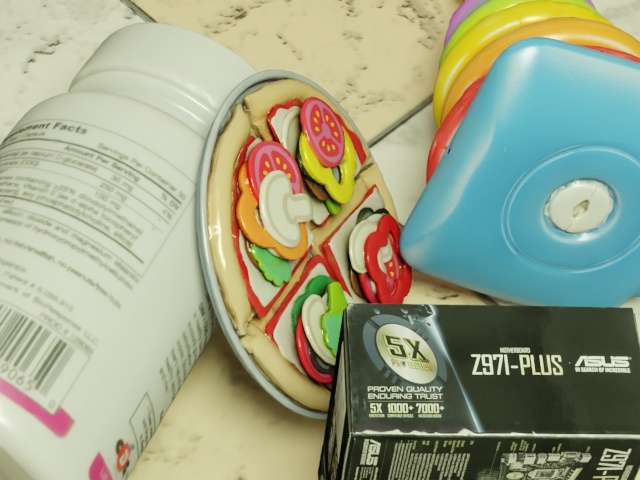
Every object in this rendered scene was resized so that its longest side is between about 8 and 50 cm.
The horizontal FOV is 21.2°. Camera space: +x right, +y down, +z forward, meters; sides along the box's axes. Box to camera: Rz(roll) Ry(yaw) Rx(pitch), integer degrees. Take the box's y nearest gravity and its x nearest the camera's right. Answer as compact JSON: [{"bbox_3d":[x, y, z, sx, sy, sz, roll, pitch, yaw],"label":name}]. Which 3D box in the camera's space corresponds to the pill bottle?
[{"bbox_3d":[-0.132,0.020,0.951,0.160,0.160,0.283,22,55,11],"label":"pill bottle"}]

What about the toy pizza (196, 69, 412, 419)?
[{"bbox_3d":[0.000,0.000,0.967,0.032,0.201,0.201,-11,46,32],"label":"toy pizza"}]

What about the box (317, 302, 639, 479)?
[{"bbox_3d":[0.078,0.113,0.886,0.147,0.180,0.077,1,54,-4],"label":"box"}]

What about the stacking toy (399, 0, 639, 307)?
[{"bbox_3d":[0.132,-0.107,1.091,0.165,0.175,0.302,15,34,-19],"label":"stacking toy"}]
